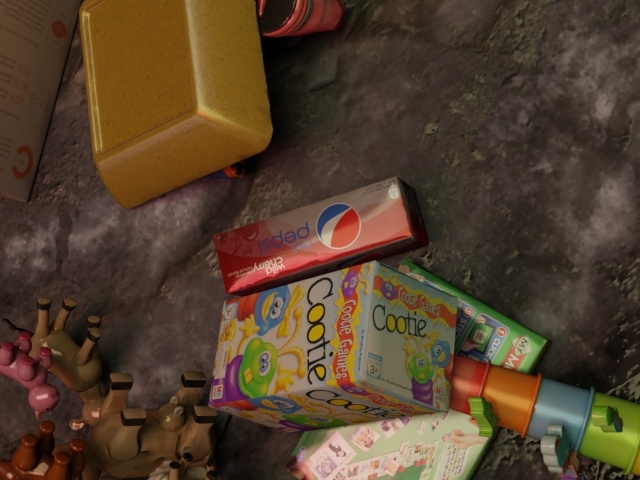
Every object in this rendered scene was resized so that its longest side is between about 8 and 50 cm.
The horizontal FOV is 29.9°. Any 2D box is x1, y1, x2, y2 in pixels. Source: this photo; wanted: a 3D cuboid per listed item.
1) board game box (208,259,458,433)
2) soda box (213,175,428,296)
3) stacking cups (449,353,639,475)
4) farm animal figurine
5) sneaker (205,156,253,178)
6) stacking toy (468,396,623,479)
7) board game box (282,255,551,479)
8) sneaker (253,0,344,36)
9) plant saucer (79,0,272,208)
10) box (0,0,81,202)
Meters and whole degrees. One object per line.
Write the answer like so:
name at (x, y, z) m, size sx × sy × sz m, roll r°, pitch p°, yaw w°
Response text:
board game box at (0.012, 0.136, 1.436) m, size 0.275 × 0.144 × 0.142 m, roll -18°, pitch 57°, yaw 46°
soda box at (0.000, 0.000, 1.563) m, size 0.263 × 0.092 × 0.084 m, roll -18°, pitch 77°, yaw 16°
stacking cups at (0.277, 0.210, 1.405) m, size 0.316 × 0.096 × 0.096 m, roll 13°, pitch 87°, yaw 11°
farm animal figurine at (-0.279, 0.246, 1.563) m, size 0.326 × 0.330 × 0.172 m, roll 12°, pitch 122°, yaw -11°
sneaker at (-0.158, -0.187, 1.657) m, size 0.087 × 0.083 × 0.221 m, roll -15°, pitch 74°, yaw 25°
stacking toy at (0.276, 0.261, 1.361) m, size 0.167 × 0.221 × 0.052 m, roll -3°, pitch 42°, yaw 33°
board game box at (0.119, 0.210, 1.514) m, size 0.213 × 0.046 × 0.317 m, roll 31°, pitch 93°, yaw 20°
sneaker at (-0.093, -0.330, 1.643) m, size 0.314 × 0.136 × 0.116 m, roll 28°, pitch 107°, yaw 44°
plant saucer at (-0.219, -0.241, 1.611) m, size 0.332 × 0.081 × 0.333 m, roll -19°, pitch 75°, yaw 43°
box at (-0.498, -0.252, 1.713) m, size 0.168 × 0.215 × 0.345 m, roll 12°, pitch 86°, yaw 21°
